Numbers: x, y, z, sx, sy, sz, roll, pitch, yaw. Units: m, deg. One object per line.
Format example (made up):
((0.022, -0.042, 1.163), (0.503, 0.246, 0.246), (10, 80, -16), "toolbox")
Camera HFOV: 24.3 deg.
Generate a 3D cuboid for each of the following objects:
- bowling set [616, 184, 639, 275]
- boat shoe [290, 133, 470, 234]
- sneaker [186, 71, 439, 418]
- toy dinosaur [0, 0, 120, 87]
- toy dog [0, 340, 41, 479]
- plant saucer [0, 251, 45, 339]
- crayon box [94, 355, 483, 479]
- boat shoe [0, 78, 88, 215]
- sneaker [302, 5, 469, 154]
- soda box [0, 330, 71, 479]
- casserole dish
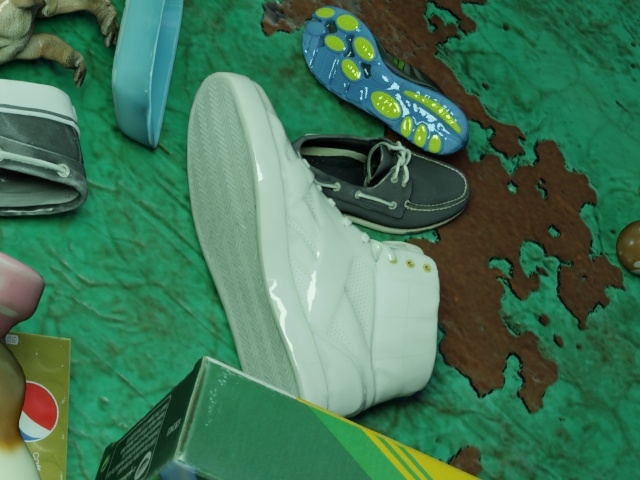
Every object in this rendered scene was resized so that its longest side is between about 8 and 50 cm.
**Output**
((0.390, -0.028, 1.423), (0.154, 0.287, 0.200), (34, 96, 0), "bowling set")
((0.051, -0.054, 1.292), (0.206, 0.065, 0.075), (5, 63, -27), "boat shoe")
((0.000, 0.000, 1.208), (0.169, 0.108, 0.293), (-12, 87, -35), "sneaker")
((-0.267, -0.213, 1.175), (0.200, 0.127, 0.296), (17, 41, 9), "toy dinosaur")
((-0.265, 0.183, 0.737), (0.395, 0.408, 0.285), (22, 66, -15), "toy dog")
((-0.338, 0.007, 0.907), (0.332, 0.332, 0.084), (21, 82, -18), "plant saucer")
((0.015, 0.211, 1.045), (0.323, 0.203, 0.083), (25, 56, -15), "crayon box")
((-0.311, -0.056, 1.075), (0.301, 0.108, 0.102), (1, 60, -36), "boat shoe")
((0.057, -0.139, 1.347), (0.188, 0.078, 0.067), (40, 95, 11), "sneaker")
((-0.213, 0.158, 1.040), (0.061, 0.058, 0.181), (9, 62, -23), "soda box")
((-0.142, -0.165, 1.223), (0.037, 0.114, 0.188), (7, 60, 0), "casserole dish")
